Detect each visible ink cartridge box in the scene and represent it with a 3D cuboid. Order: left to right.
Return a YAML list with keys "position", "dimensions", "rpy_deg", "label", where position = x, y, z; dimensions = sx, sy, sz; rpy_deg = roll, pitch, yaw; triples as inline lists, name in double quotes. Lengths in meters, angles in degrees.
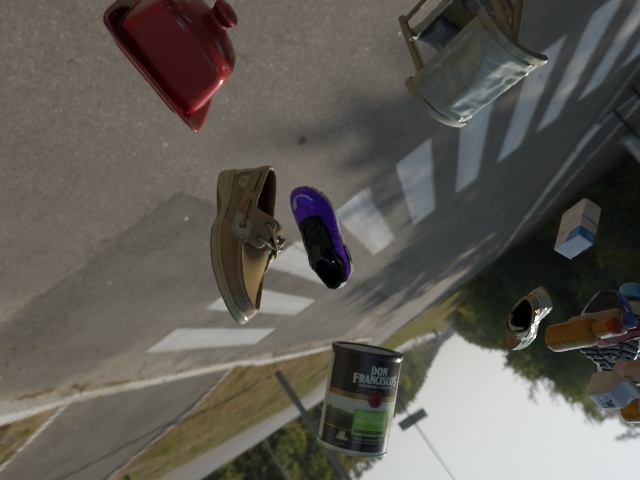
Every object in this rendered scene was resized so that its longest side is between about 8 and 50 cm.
- position: [0.631, -0.030, 1.552]
  dimensions: [0.122, 0.052, 0.088]
  rpy_deg: [-64, -174, -33]
  label: "ink cartridge box"

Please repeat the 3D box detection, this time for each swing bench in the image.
- position: [0.300, -0.412, 1.301]
  dimensions: [0.165, 0.254, 0.253]
  rpy_deg: [13, 153, -25]
  label: "swing bench"

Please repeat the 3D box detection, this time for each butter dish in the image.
- position: [-0.149, -0.233, 0.733]
  dimensions: [0.118, 0.160, 0.160]
  rpy_deg: [-31, -152, 15]
  label: "butter dish"

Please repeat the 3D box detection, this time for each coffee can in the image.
- position: [0.110, 0.436, 1.766]
  dimensions: [0.201, 0.202, 0.275]
  rpy_deg: [19, 80, -76]
  label: "coffee can"

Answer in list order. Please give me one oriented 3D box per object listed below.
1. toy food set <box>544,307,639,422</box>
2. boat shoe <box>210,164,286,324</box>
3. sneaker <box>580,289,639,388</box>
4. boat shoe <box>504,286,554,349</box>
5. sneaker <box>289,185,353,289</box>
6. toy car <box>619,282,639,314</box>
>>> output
- position: [0.449, 0.174, 0.935]
  dimensions: [0.104, 0.232, 0.111]
  rpy_deg: [-26, -156, 50]
  label: "toy food set"
- position: [-0.123, -0.011, 1.131]
  dimensions: [0.110, 0.341, 0.121]
  rpy_deg: [-13, 141, 8]
  label: "boat shoe"
- position: [0.645, 0.203, 1.381]
  dimensions: [0.130, 0.330, 0.147]
  rpy_deg: [2, -128, 35]
  label: "sneaker"
- position: [0.305, 0.122, 0.965]
  dimensions: [0.045, 0.050, 0.135]
  rpy_deg: [-14, 138, -25]
  label: "boat shoe"
- position: [0.001, 0.000, 1.655]
  dimensions: [0.102, 0.293, 0.146]
  rpy_deg: [-21, -164, 20]
  label: "sneaker"
- position: [0.896, 0.275, 1.787]
  dimensions: [0.238, 0.210, 0.219]
  rpy_deg: [90, 16, -63]
  label: "toy car"
